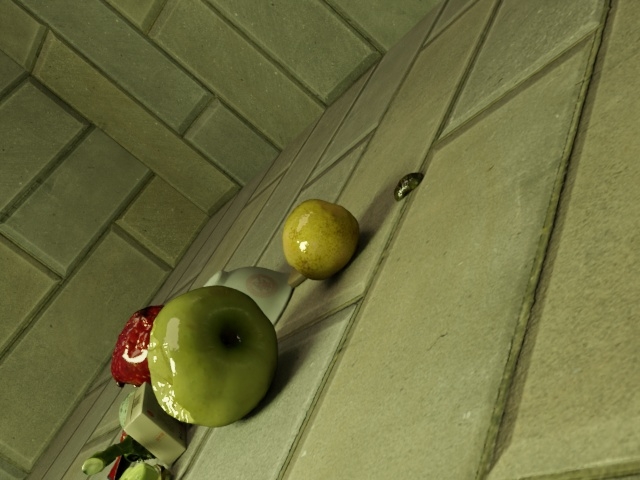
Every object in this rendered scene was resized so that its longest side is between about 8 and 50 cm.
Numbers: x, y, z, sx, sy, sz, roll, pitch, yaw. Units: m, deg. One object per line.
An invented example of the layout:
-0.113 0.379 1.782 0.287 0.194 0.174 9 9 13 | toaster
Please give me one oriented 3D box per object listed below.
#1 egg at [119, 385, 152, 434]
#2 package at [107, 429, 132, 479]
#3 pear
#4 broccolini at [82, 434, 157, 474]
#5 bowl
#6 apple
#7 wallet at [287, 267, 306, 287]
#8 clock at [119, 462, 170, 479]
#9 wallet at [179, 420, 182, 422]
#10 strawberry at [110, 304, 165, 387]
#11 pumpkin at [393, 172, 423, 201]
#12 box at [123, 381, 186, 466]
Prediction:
-0.442 0.437 1.798 0.132 0.132 0.172 -51 2 -1 | egg
-0.518 0.530 1.939 0.270 0.071 0.194 -60 1 -20 | package
0.000 0.000 1.503 0.178 0.178 0.178 -47 14 15 | pear
-0.404 0.459 1.498 0.392 0.073 0.079 81 -176 -83 | broccolini
-0.231 0.176 1.755 0.345 0.157 0.345 -48 14 16 | bowl
-0.212 0.223 1.368 0.279 0.279 0.279 -47 14 15 | apple
-0.018 0.039 1.684 0.152 0.038 0.118 -42 18 36 | wallet
-0.379 0.536 1.460 0.232 0.069 0.170 -37 19 44 | clock
-0.297 0.298 1.639 0.036 0.167 0.222 8 -54 -52 | wallet
-0.430 0.283 1.895 0.274 0.273 0.221 171 94 -70 | strawberry
0.178 -0.117 1.483 0.083 0.028 0.050 -48 15 27 | pumpkin
-0.376 0.417 1.618 0.058 0.141 0.201 -46 15 -3 | box
